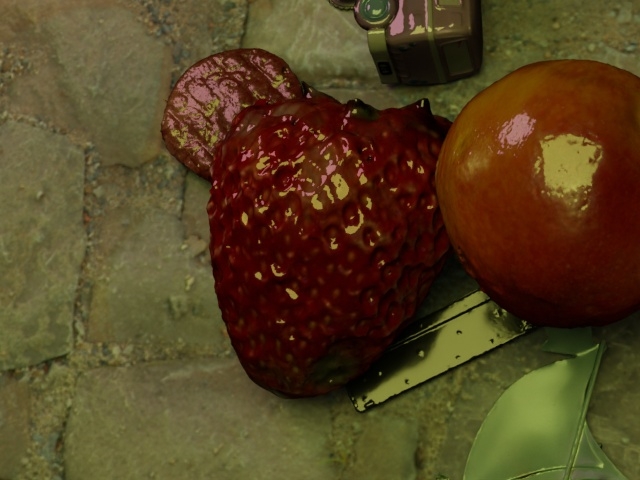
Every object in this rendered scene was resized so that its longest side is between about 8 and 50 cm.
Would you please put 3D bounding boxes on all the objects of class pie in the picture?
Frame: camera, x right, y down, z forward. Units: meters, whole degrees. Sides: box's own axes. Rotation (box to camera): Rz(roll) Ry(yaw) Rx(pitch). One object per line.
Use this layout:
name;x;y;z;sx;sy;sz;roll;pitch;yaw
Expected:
pie;-0.105;-0.153;1.903;0.182;0.049;0.182;-4;68;11

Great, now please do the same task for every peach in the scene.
peach;0.244;-0.045;1.571;0.281;0.238;0.281;-2;78;8

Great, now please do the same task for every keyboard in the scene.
keyboard;0.131;0.117;1.757;0.231;0.023;0.072;-27;73;4

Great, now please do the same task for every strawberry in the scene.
strawberry;0.003;-0.012;1.700;0.292;0.292;0.310;14;58;19

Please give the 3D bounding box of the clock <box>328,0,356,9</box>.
clock;0.041;-0.325;1.950;0.074;0.010;0.083;32;80;22

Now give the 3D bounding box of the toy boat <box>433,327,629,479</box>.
toy boat;0.252;0.241;1.656;0.210;0.070;0.291;37;80;21

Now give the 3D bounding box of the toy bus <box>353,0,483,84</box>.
toy bus;0.119;-0.298;1.850;0.142;0.142;0.202;-5;71;12
